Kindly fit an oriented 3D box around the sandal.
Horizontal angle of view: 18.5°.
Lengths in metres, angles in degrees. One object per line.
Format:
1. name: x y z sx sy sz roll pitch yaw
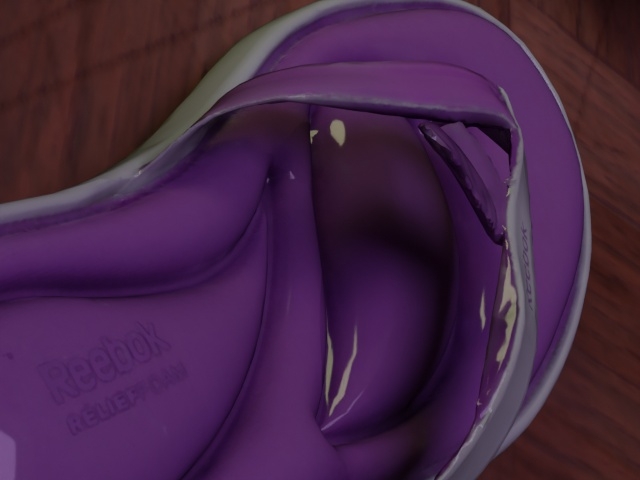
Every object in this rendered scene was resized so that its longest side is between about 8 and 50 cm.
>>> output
1. sandal: 0.008 0.013 0.602 0.169 0.102 0.416 59 37 -4
